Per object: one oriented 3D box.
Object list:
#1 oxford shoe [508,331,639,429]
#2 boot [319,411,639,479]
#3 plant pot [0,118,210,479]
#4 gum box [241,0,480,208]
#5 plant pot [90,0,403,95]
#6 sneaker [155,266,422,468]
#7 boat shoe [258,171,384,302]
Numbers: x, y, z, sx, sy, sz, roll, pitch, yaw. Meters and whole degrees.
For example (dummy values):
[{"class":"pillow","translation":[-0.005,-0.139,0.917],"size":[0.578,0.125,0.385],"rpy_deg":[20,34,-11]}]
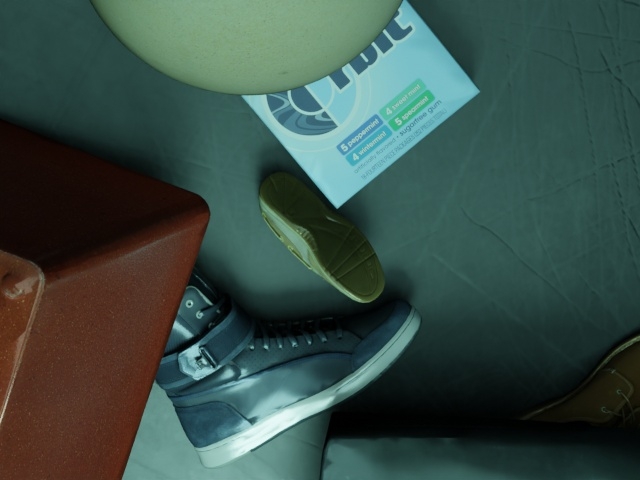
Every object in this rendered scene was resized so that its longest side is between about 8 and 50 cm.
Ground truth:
[{"class":"oxford shoe","translation":[0.257,0.147,1.596],"size":[0.212,0.076,0.076],"rpy_deg":[-35,102,1]},{"class":"boot","translation":[0.212,0.329,1.507],"size":[0.445,0.146,0.367],"rpy_deg":[2,83,-7]},{"class":"plant pot","translation":[-0.273,0.057,1.402],"size":[0.267,0.236,0.267],"rpy_deg":[21,100,9]},{"class":"gum box","translation":[0.014,-0.146,1.521],"size":[0.157,0.041,0.184],"rpy_deg":[-39,102,4]},{"class":"plant pot","translation":[-0.070,-0.251,1.382],"size":[0.284,0.191,0.284],"rpy_deg":[1,95,7]},{"class":"sneaker","translation":[-0.041,0.071,1.542],"size":[0.226,0.086,0.163],"rpy_deg":[-31,104,0]},{"class":"boat shoe","translation":[0.000,0.000,1.539],"size":[0.050,0.045,0.135],"rpy_deg":[-39,85,-20]}]
